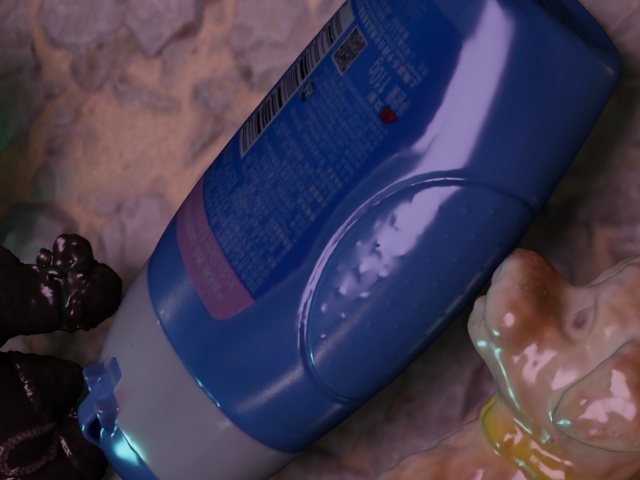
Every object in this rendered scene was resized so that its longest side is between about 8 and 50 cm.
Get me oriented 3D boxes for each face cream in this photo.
[{"bbox_3d":[0.000,0.000,0.683,0.264,0.083,0.149,-49,36,19],"label":"face cream"}]

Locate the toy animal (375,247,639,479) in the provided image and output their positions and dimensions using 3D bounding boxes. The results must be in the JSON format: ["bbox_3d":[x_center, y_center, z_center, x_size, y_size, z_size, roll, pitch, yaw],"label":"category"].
[{"bbox_3d":[0.098,0.107,0.601,0.185,0.104,0.184,-50,58,13],"label":"toy animal"}]

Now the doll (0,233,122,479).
[{"bbox_3d":[-0.147,0.075,0.770,0.165,0.057,0.139,-39,104,-3],"label":"doll"}]
